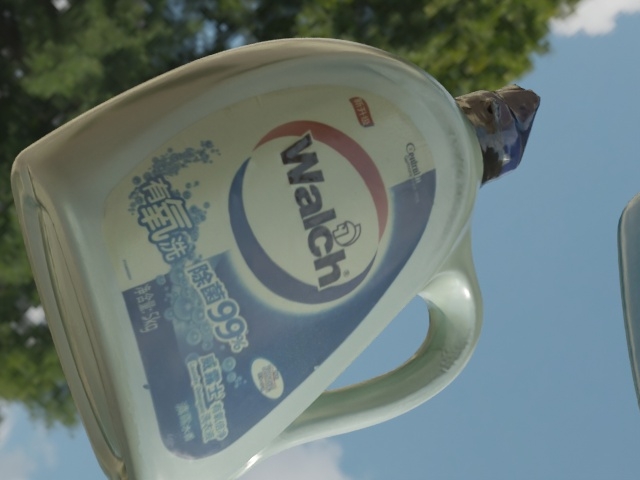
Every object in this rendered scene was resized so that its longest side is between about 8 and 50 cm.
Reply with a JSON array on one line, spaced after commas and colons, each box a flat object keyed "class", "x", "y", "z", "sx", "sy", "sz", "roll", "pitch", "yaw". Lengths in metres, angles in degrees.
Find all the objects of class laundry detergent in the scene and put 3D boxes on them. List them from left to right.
[{"class": "laundry detergent", "x": 0.000, "y": 0.000, "z": 0.806, "sx": 0.280, "sy": 0.215, "sz": 0.105, "roll": -22, "pitch": -162, "yaw": -25}]

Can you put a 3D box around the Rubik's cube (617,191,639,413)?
[{"class": "Rubik's cube", "x": 0.424, "y": 0.086, "z": 0.998, "sx": 0.352, "sy": 0.347, "sz": 0.351, "roll": -36, "pitch": -150, "yaw": 23}]
